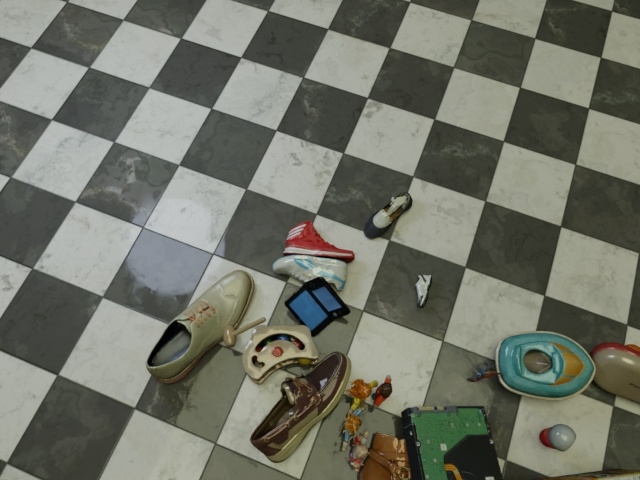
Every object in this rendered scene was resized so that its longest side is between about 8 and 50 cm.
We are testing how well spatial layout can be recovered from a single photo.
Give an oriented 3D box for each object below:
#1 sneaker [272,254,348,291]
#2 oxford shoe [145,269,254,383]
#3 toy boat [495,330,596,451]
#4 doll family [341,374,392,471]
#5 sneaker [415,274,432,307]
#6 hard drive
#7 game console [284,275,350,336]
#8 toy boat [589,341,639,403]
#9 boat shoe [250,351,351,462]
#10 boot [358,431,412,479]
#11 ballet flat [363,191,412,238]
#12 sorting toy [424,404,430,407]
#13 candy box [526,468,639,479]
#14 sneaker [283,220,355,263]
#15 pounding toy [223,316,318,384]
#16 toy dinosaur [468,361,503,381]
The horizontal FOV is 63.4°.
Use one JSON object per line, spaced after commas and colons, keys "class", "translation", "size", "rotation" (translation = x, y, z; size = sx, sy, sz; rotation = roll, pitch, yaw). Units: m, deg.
{"class": "sneaker", "translation": [-0.035, 0.100, 1.567], "size": [0.229, 0.087, 0.092], "rotation": [5, 71, 4]}
{"class": "oxford shoe", "translation": [-0.332, 0.234, 1.474], "size": [0.141, 0.146, 0.396], "rotation": [33, 71, 13]}
{"class": "toy boat", "translation": [0.624, 0.401, 1.406], "size": [0.268, 0.148, 0.317], "rotation": [-1, 69, 4]}
{"class": "doll family", "translation": [0.100, 0.462, 1.373], "size": [0.119, 0.163, 0.262], "rotation": [22, 69, 8]}
{"class": "sneaker", "translation": [0.308, 0.154, 1.577], "size": [0.044, 0.040, 0.109], "rotation": [9, 63, 21]}
{"class": "hard drive", "translation": [0.345, 0.596, 1.314], "size": [0.237, 0.064, 0.338], "rotation": [5, 56, -19]}
{"class": "game console", "translation": [-0.009, 0.193, 1.503], "size": [0.144, 0.124, 0.085], "rotation": [51, 48, -11]}
{"class": "toy boat", "translation": [0.878, 0.353, 1.457], "size": [0.231, 0.150, 0.151], "rotation": [21, 39, 7]}
{"class": "boat shoe", "translation": [-0.054, 0.425, 1.392], "size": [0.342, 0.123, 0.123], "rotation": [-47, 118, -12]}
{"class": "boot", "translation": [0.242, 0.639, 1.347], "size": [0.284, 0.109, 0.220], "rotation": [12, 64, 12]}
{"class": "ballet flat", "translation": [0.217, -0.087, 1.654], "size": [0.203, 0.074, 0.074], "rotation": [-40, 73, -15]}
{"class": "sorting toy", "translation": [0.283, 0.498, 1.442], "size": [0.062, 0.012, 0.083], "rotation": [9, 68, 4]}
{"class": "candy box", "translation": [0.644, 0.636, 1.295], "size": [0.317, 0.183, 0.087], "rotation": [-6, 69, -3]}
{"class": "sneaker", "translation": [0.000, 0.000, 1.609], "size": [0.222, 0.087, 0.127], "rotation": [6, 69, 1]}
{"class": "pounding toy", "translation": [-0.140, 0.308, 1.440], "size": [0.270, 0.154, 0.154], "rotation": [0, 64, -1]}
{"class": "toy dinosaur", "translation": [0.454, 0.378, 1.457], "size": [0.047, 0.082, 0.090], "rotation": [4, 27, -28]}
